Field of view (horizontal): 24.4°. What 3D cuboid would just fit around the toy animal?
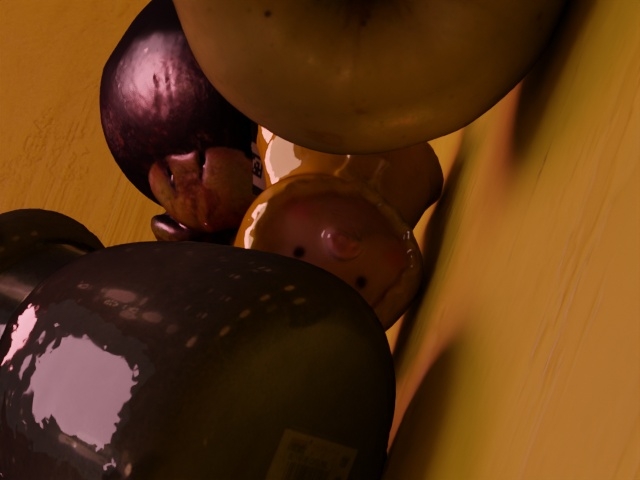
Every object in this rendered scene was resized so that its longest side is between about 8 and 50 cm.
[{"bbox_3d":[0.008,-0.020,1.052,0.156,0.156,0.229,116,174,-62],"label":"toy animal"}]

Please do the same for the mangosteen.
[{"bbox_3d":[-0.085,-0.138,1.909,0.382,0.382,0.435,122,128,-75],"label":"mangosteen"}]

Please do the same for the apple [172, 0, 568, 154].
[{"bbox_3d":[0.026,-0.184,0.851,0.262,0.262,0.262,-160,90,-87],"label":"apple"}]

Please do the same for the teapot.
[{"bbox_3d":[-0.100,0.080,0.914,0.305,0.285,0.223,-22,-57,-48],"label":"teapot"}]

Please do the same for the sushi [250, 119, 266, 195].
[{"bbox_3d":[-0.040,-0.173,1.609,0.192,0.043,0.279,6,-100,-57],"label":"sushi"}]
